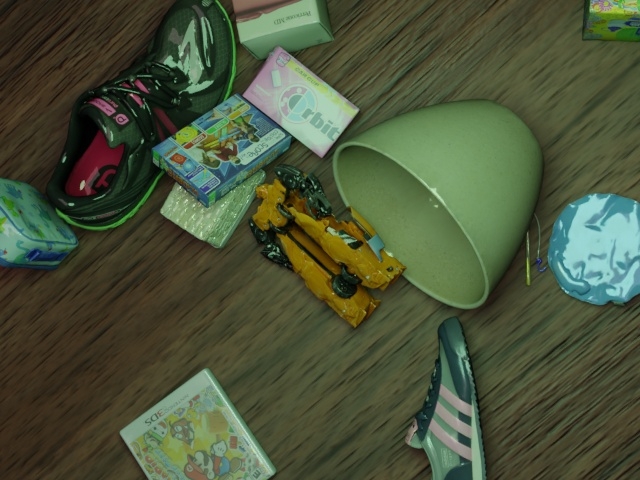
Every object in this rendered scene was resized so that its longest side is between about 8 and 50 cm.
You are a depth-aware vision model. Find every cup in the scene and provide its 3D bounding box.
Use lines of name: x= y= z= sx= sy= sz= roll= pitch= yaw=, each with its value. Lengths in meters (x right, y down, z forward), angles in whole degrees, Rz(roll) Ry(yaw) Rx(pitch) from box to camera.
cup: x=0.217 y=-0.090 z=1.436 sx=0.237 sy=0.331 sz=0.331 roll=-41 pitch=79 yaw=-17

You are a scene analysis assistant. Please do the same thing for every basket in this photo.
basket: x=-0.193 y=-0.082 z=1.605 sx=0.113 sy=0.103 sz=0.167 roll=32 pitch=94 yaw=12

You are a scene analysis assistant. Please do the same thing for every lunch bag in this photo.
lunch bag: x=-0.543 y=-0.027 z=1.618 sx=0.090 sy=0.219 sz=0.176 roll=-45 pitch=80 yaw=7

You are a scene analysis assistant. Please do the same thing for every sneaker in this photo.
sneaker: x=-0.312 y=-0.223 z=1.587 sx=0.185 sy=0.202 sz=0.483 roll=32 pitch=94 yaw=11
sneaker: x=0.200 y=0.289 z=1.498 sx=0.131 sy=0.112 sz=0.319 roll=-6 pitch=85 yaw=9

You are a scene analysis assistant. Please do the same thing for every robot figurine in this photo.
robot figurine: x=0.000 y=0.000 z=1.544 sx=0.291 sy=0.085 sz=0.211 roll=45 pitch=134 yaw=14

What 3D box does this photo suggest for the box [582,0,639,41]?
box: x=0.578 y=-0.467 z=1.425 sx=0.290 sy=0.177 sz=0.279 roll=4 pitch=89 yaw=12

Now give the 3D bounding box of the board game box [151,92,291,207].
board game box: x=-0.166 y=-0.156 z=1.533 sx=0.136 sy=0.035 sz=0.201 roll=40 pitch=57 yaw=18

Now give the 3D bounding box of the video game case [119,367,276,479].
video game case: x=-0.223 y=0.381 z=1.627 sx=0.206 sy=0.026 sz=0.227 roll=-37 pitch=81 yaw=8

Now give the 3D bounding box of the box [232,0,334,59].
box: x=-0.079 y=-0.458 z=1.589 sx=0.149 sy=0.127 sz=0.232 roll=-13 pitch=84 yaw=11

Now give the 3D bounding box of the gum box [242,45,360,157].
gum box: x=-0.037 y=-0.243 z=1.583 sx=0.188 sy=0.062 sz=0.107 roll=38 pitch=96 yaw=-1

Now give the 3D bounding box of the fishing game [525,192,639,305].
fishing game: x=0.471 y=0.016 z=1.492 sx=0.264 sy=0.041 sz=0.189 roll=-6 pitch=85 yaw=20
